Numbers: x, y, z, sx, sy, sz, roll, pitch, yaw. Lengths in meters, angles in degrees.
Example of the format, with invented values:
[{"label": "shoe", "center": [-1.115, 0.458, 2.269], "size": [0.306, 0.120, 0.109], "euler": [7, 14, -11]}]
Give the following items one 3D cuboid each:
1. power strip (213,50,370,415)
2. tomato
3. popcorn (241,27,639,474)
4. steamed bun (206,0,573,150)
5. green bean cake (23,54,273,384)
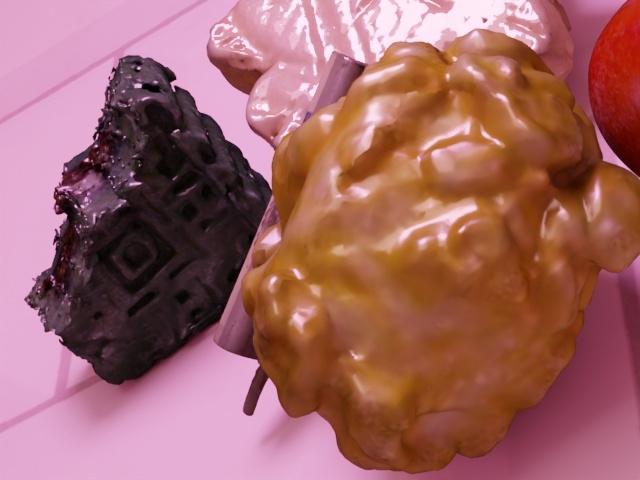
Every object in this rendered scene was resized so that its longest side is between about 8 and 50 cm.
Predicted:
[{"label": "power strip", "center": [0.000, 0.000, 1.352], "size": [0.034, 0.092, 0.268], "euler": [34, 104, 54]}, {"label": "tomato", "center": [0.246, -0.094, 1.216], "size": [0.167, 0.167, 0.167], "euler": [-29, 33, 21]}, {"label": "popcorn", "center": [0.075, -0.001, 1.209], "size": [0.250, 0.235, 0.241], "euler": [-46, 46, 18]}, {"label": "steamed bun", "center": [0.076, -0.168, 1.482], "size": [0.292, 0.137, 0.295], "euler": [15, 74, 33]}, {"label": "green bean cake", "center": [-0.147, -0.008, 1.503], "size": [0.208, 0.193, 0.107], "euler": [-39, 36, 7]}]
